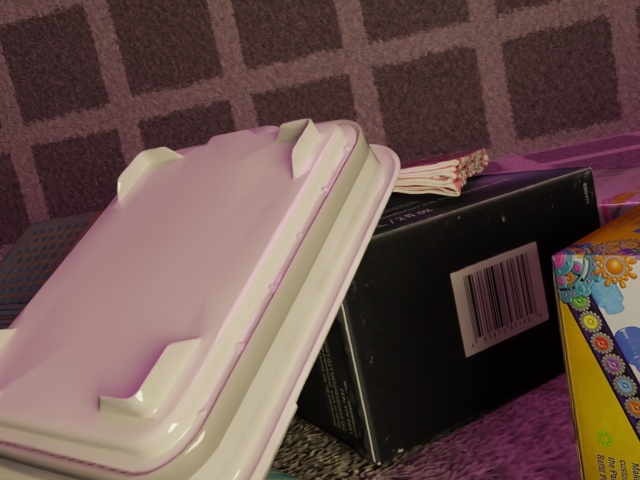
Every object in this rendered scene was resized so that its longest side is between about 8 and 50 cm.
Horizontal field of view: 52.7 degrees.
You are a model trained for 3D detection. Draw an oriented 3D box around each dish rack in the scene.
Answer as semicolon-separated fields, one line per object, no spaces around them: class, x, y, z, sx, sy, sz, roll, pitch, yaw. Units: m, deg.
dish rack;-0.114;0.025;0.473;0.285;0.072;0.333;-4;43;36

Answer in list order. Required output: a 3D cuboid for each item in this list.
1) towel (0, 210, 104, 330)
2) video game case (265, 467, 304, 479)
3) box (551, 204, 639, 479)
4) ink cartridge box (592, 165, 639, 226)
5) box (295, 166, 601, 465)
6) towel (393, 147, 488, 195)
towel;-0.226;0.066;0.604;0.370;0.040;0.271;-6;44;33
video game case;-0.128;0.203;0.341;0.269;0.061;0.244;-20;13;-40
box;0.321;0.051;0.318;0.290;0.177;0.279;-21;14;-41
ink cartridge box;0.374;-0.009;0.725;0.306;0.131;0.226;1;16;43
box;0.073;0.045;0.660;0.296;0.183;0.294;-17;9;-28
towel;0.080;-0.058;0.622;0.144;0.029;0.197;-8;8;22
